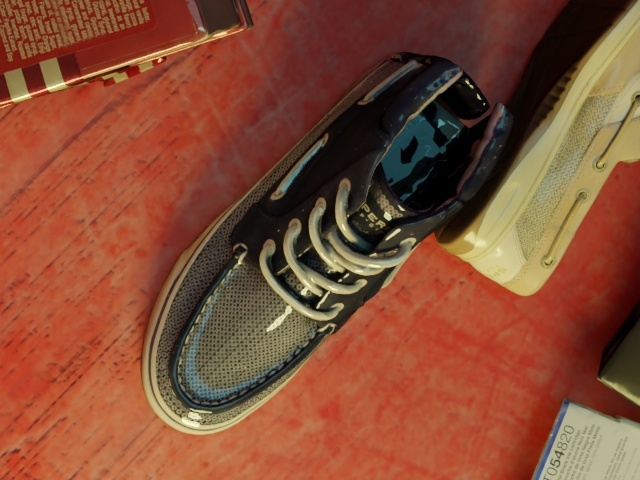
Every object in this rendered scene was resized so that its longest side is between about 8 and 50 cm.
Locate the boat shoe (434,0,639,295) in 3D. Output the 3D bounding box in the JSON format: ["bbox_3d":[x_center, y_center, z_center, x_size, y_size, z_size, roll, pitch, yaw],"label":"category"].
[{"bbox_3d":[0.207,-0.099,1.371,0.098,0.109,0.302,34,90,-18],"label":"boat shoe"}]

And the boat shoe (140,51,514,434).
[{"bbox_3d":[0.000,0.000,1.294,0.127,0.158,0.340,38,83,-12],"label":"boat shoe"}]

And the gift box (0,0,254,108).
[{"bbox_3d":[-0.211,-0.213,1.191,0.276,0.258,0.255,-12,98,7],"label":"gift box"}]

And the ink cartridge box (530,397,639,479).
[{"bbox_3d":[0.239,0.258,1.421,0.224,0.045,0.223,24,88,-14],"label":"ink cartridge box"}]

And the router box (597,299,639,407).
[{"bbox_3d":[0.393,0.042,1.350,0.243,0.081,0.309,35,107,3],"label":"router box"}]
